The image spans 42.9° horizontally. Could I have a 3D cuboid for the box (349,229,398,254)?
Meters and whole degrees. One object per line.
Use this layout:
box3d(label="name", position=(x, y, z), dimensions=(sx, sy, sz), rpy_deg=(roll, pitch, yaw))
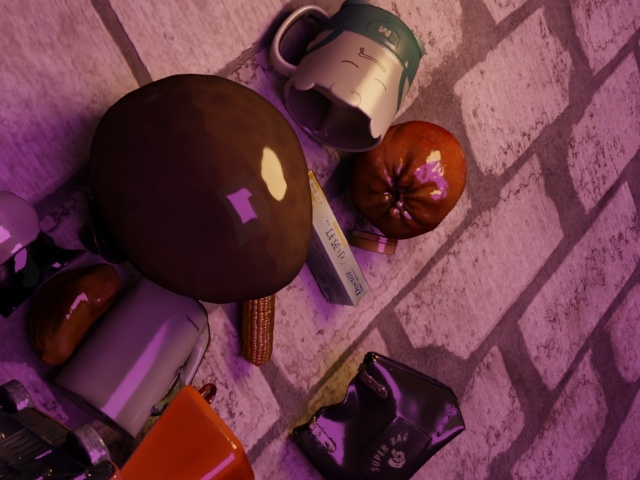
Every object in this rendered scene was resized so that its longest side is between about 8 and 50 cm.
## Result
box3d(label="box", position=(0.116, 0.004, 1.774), dimensions=(0.105, 0.105, 0.037), rpy_deg=(10, 93, -42))

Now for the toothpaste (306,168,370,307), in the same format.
box3d(label="toothpaste", position=(0.000, 0.000, 1.684), dimensions=(0.071, 0.089, 0.313), rpy_deg=(-46, 121, -35))

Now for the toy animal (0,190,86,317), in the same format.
box3d(label="toy animal", position=(-0.474, 0.008, 1.246), dimensions=(0.179, 0.138, 0.166), rpy_deg=(55, 40, -21))

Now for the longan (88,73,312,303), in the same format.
box3d(label="longan", position=(-0.184, -0.088, 1.319), dimensions=(0.336, 0.404, 0.404), rpy_deg=(-44, 128, 11))

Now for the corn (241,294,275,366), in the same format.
box3d(label="corn", position=(-0.122, 0.145, 1.603), dimensions=(0.068, 0.068, 0.207), rpy_deg=(-5, 97, -41))

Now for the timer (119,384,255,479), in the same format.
box3d(label="timer", position=(-0.255, 0.419, 1.408), dimensions=(0.250, 0.161, 0.257), rpy_deg=(-39, 156, -18))

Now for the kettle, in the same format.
box3d(label="kettle", position=(-0.301, 0.202, 1.399), dimensions=(0.255, 0.165, 0.240), rpy_deg=(-58, 138, -25))

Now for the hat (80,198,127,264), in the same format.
box3d(label="hat", position=(-0.373, -0.010, 1.372), dimensions=(0.121, 0.050, 0.121), rpy_deg=(58, 15, -25))

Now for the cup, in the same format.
box3d(label="cup", position=(0.042, -0.344, 1.623), dimensions=(0.289, 0.219, 0.258), rpy_deg=(31, 70, -5))

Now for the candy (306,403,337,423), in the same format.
box3d(label="candy", position=(0.046, 0.367, 1.792), dimensions=(0.193, 0.062, 0.058), rpy_deg=(-20, 152, -30))

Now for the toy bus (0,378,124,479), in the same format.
box3d(label="toy bus", position=(-0.428, 0.362, 1.118), dimensions=(0.203, 0.426, 0.233), rpy_deg=(-26, 114, -37))

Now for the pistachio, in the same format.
box3d(label="pistachio", position=(-0.409, 0.108, 1.318), dimensions=(0.189, 0.110, 0.100), rpy_deg=(-55, 153, -6))

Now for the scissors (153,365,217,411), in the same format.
box3d(label="scissors", position=(-0.243, 0.294, 1.447), dimensions=(0.144, 0.017, 0.248), rpy_deg=(-59, 165, -21))

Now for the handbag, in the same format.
box3d(label="handbag", position=(0.119, 0.404, 1.747), dimensions=(0.288, 0.152, 0.342), rpy_deg=(40, 94, -25))

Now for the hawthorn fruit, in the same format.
box3d(label="hawthorn fruit", position=(0.186, -0.135, 1.732), dimensions=(0.258, 0.262, 0.258), rpy_deg=(-3, 124, -4))
